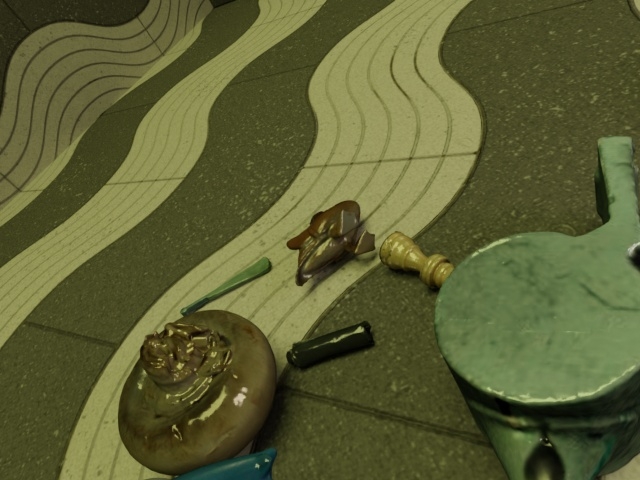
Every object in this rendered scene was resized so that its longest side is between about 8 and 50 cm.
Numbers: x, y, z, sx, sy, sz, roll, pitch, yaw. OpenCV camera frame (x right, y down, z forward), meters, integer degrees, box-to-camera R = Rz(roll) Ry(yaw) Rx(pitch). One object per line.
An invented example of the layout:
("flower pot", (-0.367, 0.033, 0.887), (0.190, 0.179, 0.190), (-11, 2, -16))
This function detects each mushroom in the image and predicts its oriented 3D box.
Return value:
("mushroom", (-0.170, 0.194, 0.631), (0.226, 0.178, 0.226), (-11, 49, 13))

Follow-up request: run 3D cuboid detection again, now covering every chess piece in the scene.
("chess piece", (0.163, 0.042, 0.670), (0.060, 0.060, 0.172), (-44, 43, -14))

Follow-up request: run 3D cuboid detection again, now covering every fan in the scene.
("fan", (-0.177, 0.088, 0.875), (0.193, 0.016, 0.038), (-30, 36, 1))

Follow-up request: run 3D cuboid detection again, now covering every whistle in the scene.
("whistle", (0.275, 0.063, 0.479), (0.405, 0.168, 0.188), (-44, 40, -14))

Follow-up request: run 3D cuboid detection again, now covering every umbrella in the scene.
("umbrella", (0.013, 0.151, 0.669), (0.133, 0.031, 0.036), (-21, 38, 15))

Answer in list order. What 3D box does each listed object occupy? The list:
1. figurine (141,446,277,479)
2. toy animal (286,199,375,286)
("figurine", (-0.160, 0.322, 0.433), (0.298, 0.243, 0.416), (-55, 4, -33))
("toy animal", (0.000, 0.000, 0.806), (0.188, 0.089, 0.179), (-48, 24, -18))
